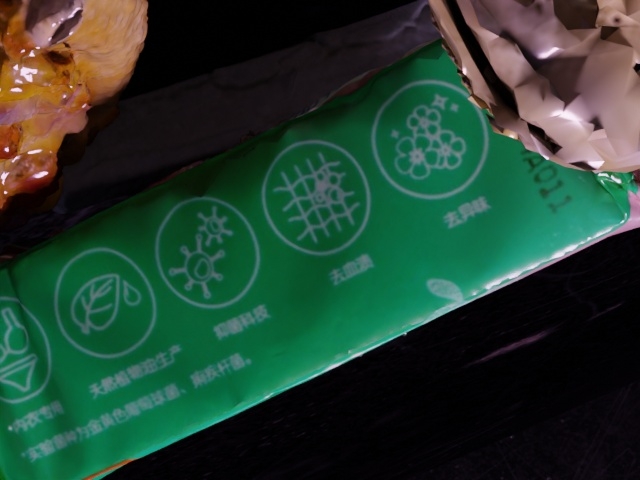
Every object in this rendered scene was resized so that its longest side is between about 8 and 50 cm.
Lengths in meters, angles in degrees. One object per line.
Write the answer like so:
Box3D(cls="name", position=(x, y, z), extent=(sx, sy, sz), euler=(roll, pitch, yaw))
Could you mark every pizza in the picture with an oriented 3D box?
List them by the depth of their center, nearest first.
Box3D(cls="pizza", position=(-0.121, -0.036, 0.662), extent=(0.127, 0.058, 0.246), euler=(-15, 162, -44))

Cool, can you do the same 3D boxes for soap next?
Box3D(cls="soap", position=(-0.001, -0.002, 0.697), extent=(0.273, 0.098, 0.218), euler=(-27, 176, 20))

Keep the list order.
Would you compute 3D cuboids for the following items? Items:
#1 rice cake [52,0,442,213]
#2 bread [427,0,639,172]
Box3D(cls="rice cake", position=(-0.003, -0.066, 0.797), extent=(0.245, 0.042, 0.045), euler=(-21, 172, -18))
Box3D(cls="bread", position=(0.100, -0.184, 0.487), extent=(0.248, 0.279, 0.315), euler=(-24, -151, 2))
